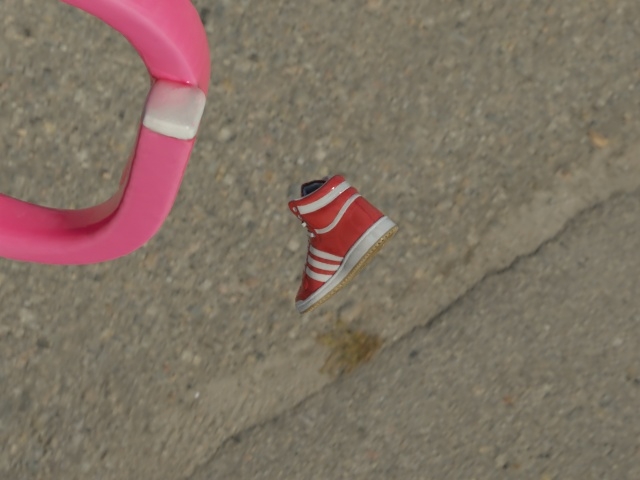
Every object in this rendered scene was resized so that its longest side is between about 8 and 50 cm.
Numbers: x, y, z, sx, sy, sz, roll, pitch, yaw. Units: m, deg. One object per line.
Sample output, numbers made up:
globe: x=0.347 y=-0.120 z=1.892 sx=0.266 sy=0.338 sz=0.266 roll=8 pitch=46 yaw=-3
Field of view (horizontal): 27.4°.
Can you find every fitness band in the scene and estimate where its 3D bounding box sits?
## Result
fitness band: x=-0.165 y=-0.067 z=0.633 sx=0.209 sy=0.291 sz=0.054 roll=16 pitch=64 yaw=-10

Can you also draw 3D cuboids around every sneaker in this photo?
sneaker: x=0.000 y=0.000 z=0.892 sx=0.067 sy=0.118 sz=0.042 roll=47 pitch=47 yaw=5
